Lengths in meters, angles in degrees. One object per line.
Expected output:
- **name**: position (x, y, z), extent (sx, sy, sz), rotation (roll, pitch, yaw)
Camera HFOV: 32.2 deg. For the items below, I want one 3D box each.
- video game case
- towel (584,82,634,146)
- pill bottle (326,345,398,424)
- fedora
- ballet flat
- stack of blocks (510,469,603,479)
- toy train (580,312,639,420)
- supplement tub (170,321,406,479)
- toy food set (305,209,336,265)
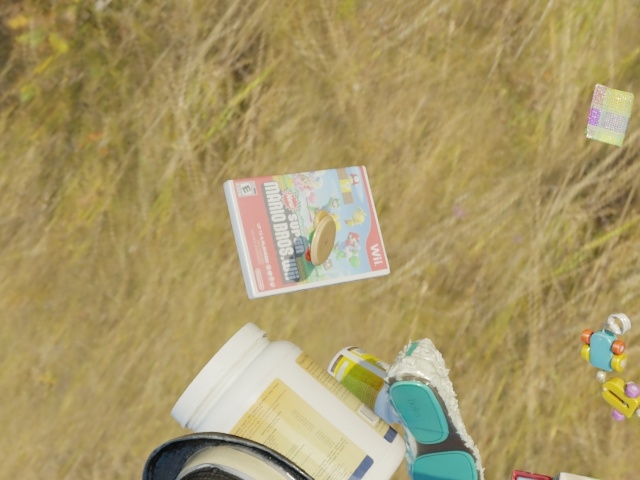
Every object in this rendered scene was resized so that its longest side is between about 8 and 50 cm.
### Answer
- **video game case**: position (-0.020, -0.019, 1.918), extent (0.025, 0.285, 0.204), rotation (-23, 78, 55)
- **towel**: position (0.412, -0.179, 1.581), extent (0.060, 0.083, 0.009), rotation (14, 173, -4)
- **pill bottle**: position (0.122, 0.318, 2.385), extent (0.215, 0.117, 0.117), rotation (26, 152, 40)
- **fedora**: position (-0.102, 0.385, 1.248), extent (0.334, 0.152, 0.334), rotation (14, 123, 23)
- **ballet flat**: position (0.217, 0.337, 2.017), extent (0.147, 0.147, 0.409), rotation (9, 134, 30)
- **stack of blocks**: position (0.286, 0.308, 1.200), extent (0.171, 0.087, 0.297), rotation (9, 168, 10)
- **toy train**: position (0.412, 0.170, 1.436), extent (0.166, 0.046, 0.125), rotation (60, 141, 7)
- **supplement tub**: position (-0.051, 0.298, 1.707), extent (0.316, 0.228, 0.228), rotation (40, 149, 6)
- **toy food set**: position (0.000, 0.000, 1.699), extent (0.020, 0.082, 0.083), rotation (15, 160, 21)
